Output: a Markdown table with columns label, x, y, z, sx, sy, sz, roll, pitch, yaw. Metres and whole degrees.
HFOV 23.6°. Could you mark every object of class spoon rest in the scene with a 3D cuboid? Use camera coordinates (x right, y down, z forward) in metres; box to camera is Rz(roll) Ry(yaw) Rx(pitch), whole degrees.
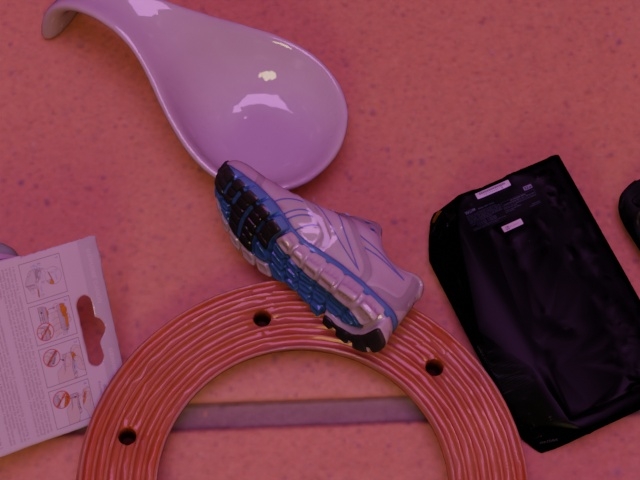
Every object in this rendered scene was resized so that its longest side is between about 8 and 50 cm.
| label | x | y | z | sx | sy | sz | roll | pitch | yaw |
| --- | --- | --- | --- | --- | --- | --- | --- | --- | --- |
| spoon rest | -0.106 | -0.137 | 1.247 | 0.276 | 0.084 | 0.137 | 30 | 70 | 10 |

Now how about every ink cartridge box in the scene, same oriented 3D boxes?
| label | x | y | z | sx | sy | sz | roll | pitch | yaw |
| --- | --- | --- | --- | --- | --- | --- | --- | --- | --- |
| ink cartridge box | -0.240 | 0.083 | 1.134 | 0.179 | 0.045 | 0.145 | -18 | 104 | -33 |

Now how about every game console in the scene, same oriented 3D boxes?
| label | x | y | z | sx | sy | sz | roll | pitch | yaw |
| --- | --- | --- | --- | --- | --- | --- | --- | --- | --- |
| game console | 0.280 | 0.009 | 1.231 | 0.361 | 0.044 | 0.213 | -22 | 72 | -11 |

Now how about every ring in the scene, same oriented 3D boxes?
| label | x | y | z | sx | sy | sz | roll | pitch | yaw |
| --- | --- | --- | --- | --- | --- | --- | --- | --- | --- |
| ring | -0.013 | 0.187 | 1.143 | 0.336 | 0.032 | 0.337 | 2 | 66 | -4 |

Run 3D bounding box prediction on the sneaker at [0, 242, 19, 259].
| label | x | y | z | sx | sy | sz | roll | pitch | yaw |
| --- | --- | --- | --- | --- | --- | --- | --- | --- | --- |
| sneaker | -0.342 | -0.041 | 1.185 | 0.256 | 0.094 | 0.151 | 10 | 73 | 4 |

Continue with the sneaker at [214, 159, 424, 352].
| label | x | y | z | sx | sy | sz | roll | pitch | yaw |
| --- | --- | --- | --- | --- | --- | --- | --- | --- | --- |
| sneaker | 0.000 | 0.000 | 1.185 | 0.190 | 0.071 | 0.083 | 43 | 57 | 11 |
